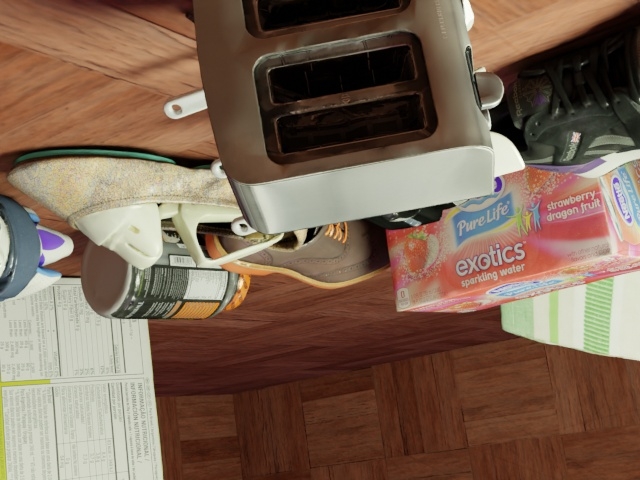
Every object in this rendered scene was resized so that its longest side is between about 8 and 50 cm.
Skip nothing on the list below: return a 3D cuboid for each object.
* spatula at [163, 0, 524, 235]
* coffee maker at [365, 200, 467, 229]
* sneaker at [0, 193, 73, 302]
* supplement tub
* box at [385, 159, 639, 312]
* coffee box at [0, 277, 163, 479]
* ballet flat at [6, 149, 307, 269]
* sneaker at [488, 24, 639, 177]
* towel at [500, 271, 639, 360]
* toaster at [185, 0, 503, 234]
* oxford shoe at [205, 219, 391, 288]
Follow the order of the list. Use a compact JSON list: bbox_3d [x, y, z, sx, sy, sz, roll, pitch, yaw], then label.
[{"bbox_3d":[0.013,-0.089,0.715,0.242,0.019,0.168,-15,126,19],"label":"spatula"},{"bbox_3d":[0.039,-0.079,0.855,0.171,0.120,0.178,13,177,30],"label":"coffee maker"},{"bbox_3d":[-0.314,-0.016,0.878,0.323,0.130,0.236,-25,168,41],"label":"sneaker"},{"bbox_3d":[-0.186,0.040,1.172,0.117,0.117,0.190,-19,163,41],"label":"supplement tub"},{"bbox_3d":[0.232,-0.016,1.113,0.142,0.154,0.300,5,163,-44],"label":"box"},{"bbox_3d":[-0.469,0.252,1.422,0.334,0.338,0.337,2,164,-41],"label":"coffee box"},{"bbox_3d":[-0.142,-0.027,0.933,0.316,0.106,0.107,0,165,-30],"label":"ballet flat"},{"bbox_3d":[0.229,-0.115,0.800,0.124,0.107,0.283,1,165,-13],"label":"sneaker"},{"bbox_3d":[0.392,0.057,1.230,0.325,0.248,0.038,11,-141,25],"label":"towel"},{"bbox_3d":[0.008,-0.102,0.576,0.185,0.168,0.110,-10,164,2],"label":"toaster"},{"bbox_3d":[0.000,0.000,1.174,0.271,0.097,0.098,1,159,-34],"label":"oxford shoe"}]
